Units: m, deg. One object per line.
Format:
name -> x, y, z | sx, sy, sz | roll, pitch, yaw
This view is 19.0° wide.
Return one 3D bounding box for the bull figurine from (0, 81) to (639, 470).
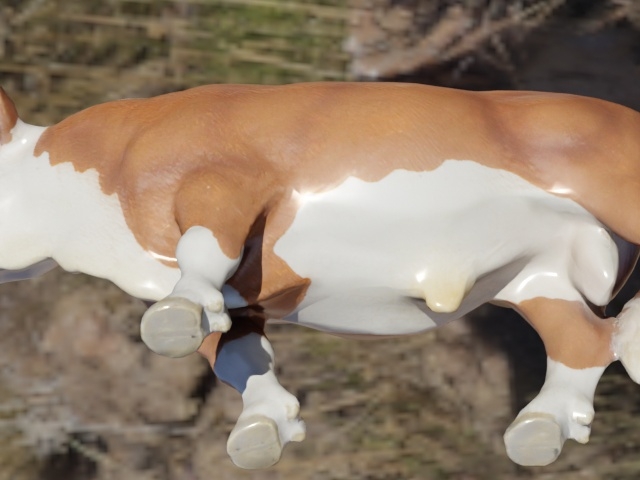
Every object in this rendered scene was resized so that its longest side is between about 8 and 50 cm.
bull figurine -> 0.000, 0.000, 0.731 | 0.188, 0.310, 0.101 | -106, 13, -54
